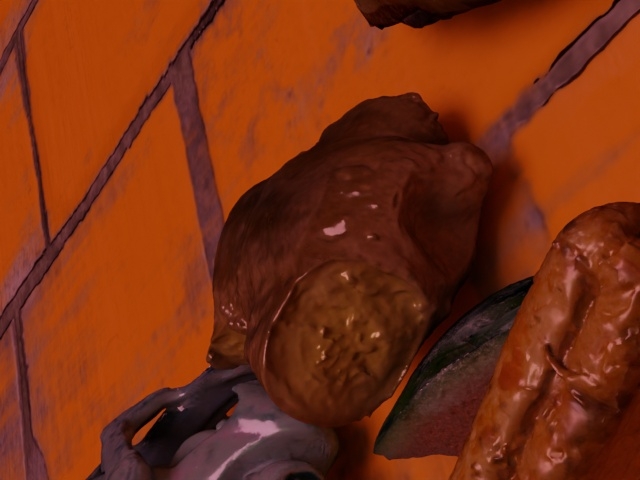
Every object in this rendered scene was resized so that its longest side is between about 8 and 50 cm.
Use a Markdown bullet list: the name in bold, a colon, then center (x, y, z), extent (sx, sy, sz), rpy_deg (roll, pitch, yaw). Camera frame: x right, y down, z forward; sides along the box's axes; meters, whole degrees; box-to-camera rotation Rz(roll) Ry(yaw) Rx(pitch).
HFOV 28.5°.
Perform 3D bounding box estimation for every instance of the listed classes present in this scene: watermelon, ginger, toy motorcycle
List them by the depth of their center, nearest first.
- **watermelon**: center (0.108, 0.060, 0.702), extent (0.155, 0.080, 0.101), rpy_deg (-57, 5, 38)
- **ginger**: center (0.000, 0.000, 0.810), extent (0.219, 0.123, 0.270), rpy_deg (-56, 26, 0)
- **toy motorcycle**: center (-0.072, 0.171, 0.882), extent (0.260, 0.154, 0.206), rpy_deg (-30, 36, 43)

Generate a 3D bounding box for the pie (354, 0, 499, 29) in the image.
- **pie**: center (0.087, -0.266, 0.761), extent (0.308, 0.085, 0.308), rpy_deg (-20, 67, 56)

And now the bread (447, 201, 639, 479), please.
- **bread**: center (0.126, 0.083, 0.608), extent (0.083, 0.114, 0.211), rpy_deg (35, 113, 37)
